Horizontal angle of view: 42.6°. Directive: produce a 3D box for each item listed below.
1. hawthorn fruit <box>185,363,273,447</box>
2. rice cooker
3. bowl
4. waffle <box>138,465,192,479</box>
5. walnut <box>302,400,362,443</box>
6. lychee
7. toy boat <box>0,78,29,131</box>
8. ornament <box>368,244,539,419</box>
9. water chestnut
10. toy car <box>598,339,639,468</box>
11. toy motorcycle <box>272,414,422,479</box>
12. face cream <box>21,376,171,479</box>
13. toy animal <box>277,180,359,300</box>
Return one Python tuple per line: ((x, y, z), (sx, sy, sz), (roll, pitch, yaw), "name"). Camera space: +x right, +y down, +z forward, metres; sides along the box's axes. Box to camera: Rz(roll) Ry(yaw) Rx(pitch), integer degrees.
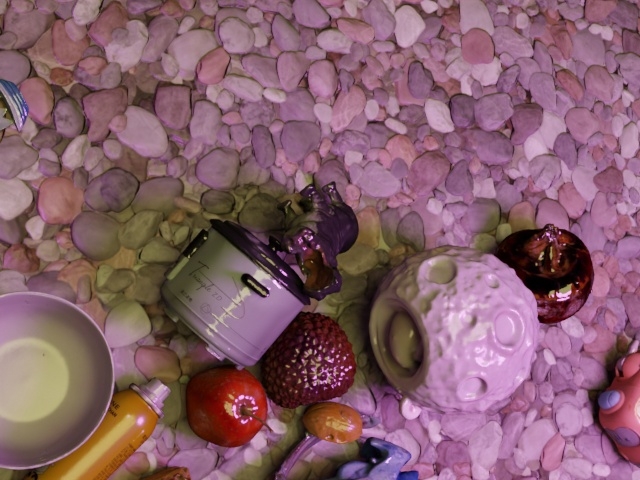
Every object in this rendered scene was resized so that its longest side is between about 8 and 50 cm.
((-0.161, 0.302, 1.494), (0.163, 0.203, 0.162), (5, 78, -23), "hawthorn fruit")
((-0.150, 0.087, 1.499), (0.241, 0.280, 0.227), (41, 86, -9), "rice cooker")
((-0.499, 0.237, 1.393), (0.287, 0.144, 0.287), (4, 76, -17), "bowl")
((-0.292, 0.592, 1.463), (0.224, 0.098, 0.327), (-18, 92, -21), "waffle")
((0.027, 0.342, 1.589), (0.121, 0.091, 0.052), (11, 120, 2), "walnut")
((-0.023, 0.226, 1.574), (0.188, 0.188, 0.188), (3, 82, -21), "lychee")
((-0.595, -0.225, 1.486), (0.105, 0.034, 0.149), (38, 70, -11), "toy boat")
((0.267, 0.173, 1.616), (0.337, 0.337, 0.337), (3, 82, -21), "ornament")
((0.480, 0.065, 1.775), (0.224, 0.238, 0.223), (-4, 48, 4), "water chestnut")
((0.747, 0.371, 1.868), (0.212, 0.180, 0.270), (34, 71, -3), "toy car")
((0.059, 0.463, 1.570), (0.319, 0.182, 0.241), (-12, 87, -21), "toy motorcycle")
((-0.404, 0.376, 1.441), (0.349, 0.105, 0.105), (-44, 99, -21), "face cream")
((-0.010, -0.012, 1.555), (0.106, 0.343, 0.168), (-31, 101, 18), "toy animal")
